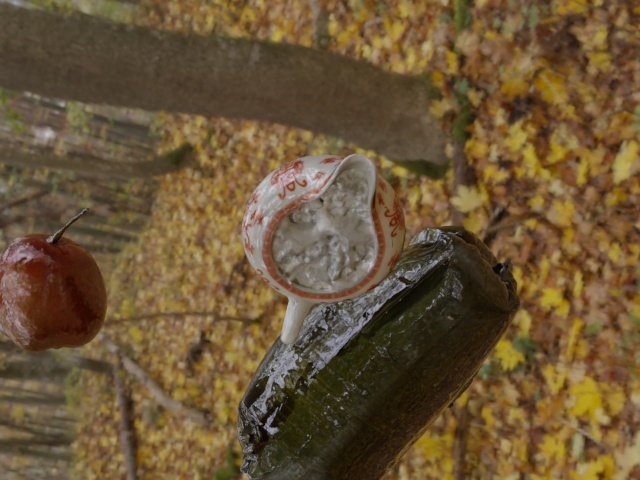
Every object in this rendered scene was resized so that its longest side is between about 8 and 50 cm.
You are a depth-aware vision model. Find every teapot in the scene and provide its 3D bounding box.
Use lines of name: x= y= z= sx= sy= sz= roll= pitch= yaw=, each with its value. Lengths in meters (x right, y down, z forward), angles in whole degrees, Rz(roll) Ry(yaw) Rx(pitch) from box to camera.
teapot: x=0.000 y=0.000 z=0.928 sx=0.116 sy=0.159 sz=0.245 roll=-109 pitch=27 yaw=-54

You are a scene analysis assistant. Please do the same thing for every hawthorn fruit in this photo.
hawthorn fruit: x=-0.372 y=0.048 z=1.274 sx=0.162 sy=0.163 sz=0.203 roll=-133 pitch=43 yaw=-63

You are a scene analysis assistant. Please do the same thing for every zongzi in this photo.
zongzi: x=0.064 y=0.128 z=1.233 sx=0.403 sy=0.208 sz=0.432 roll=-48 pitch=8 yaw=7
